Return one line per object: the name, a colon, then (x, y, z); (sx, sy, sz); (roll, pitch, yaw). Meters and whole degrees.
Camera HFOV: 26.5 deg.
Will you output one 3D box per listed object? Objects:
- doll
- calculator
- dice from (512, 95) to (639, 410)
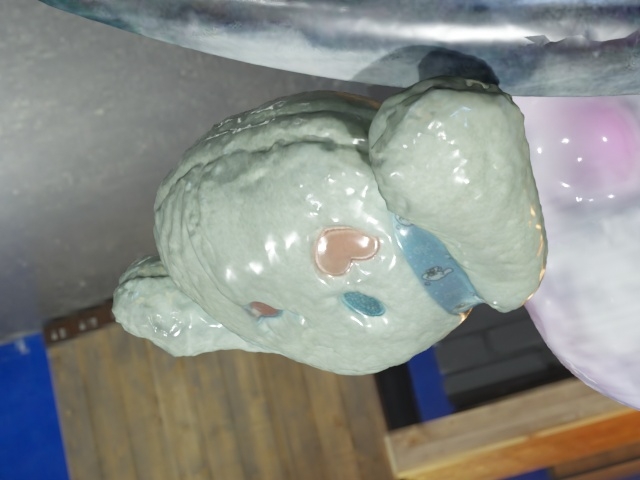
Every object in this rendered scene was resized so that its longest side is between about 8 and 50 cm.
doll: (0.000, 0.000, 0.457); (0.103, 0.072, 0.214); (35, 146, -22)
calculator: (0.019, -0.129, 0.423); (0.268, 0.177, 0.040); (3, 156, -5)
dice: (0.258, -0.070, 0.814); (0.271, 0.270, 0.270); (-16, -159, 28)
